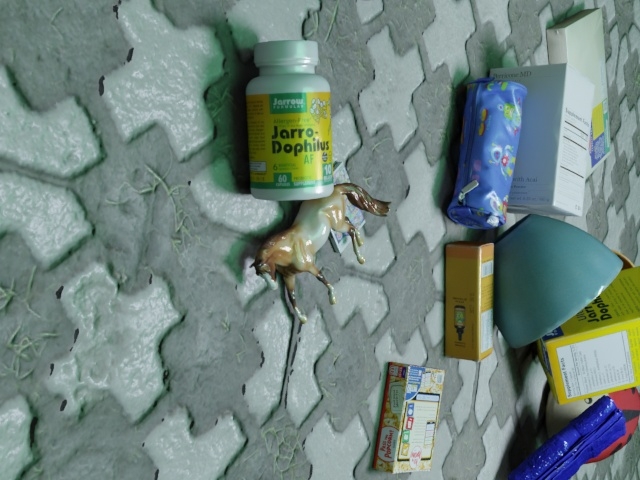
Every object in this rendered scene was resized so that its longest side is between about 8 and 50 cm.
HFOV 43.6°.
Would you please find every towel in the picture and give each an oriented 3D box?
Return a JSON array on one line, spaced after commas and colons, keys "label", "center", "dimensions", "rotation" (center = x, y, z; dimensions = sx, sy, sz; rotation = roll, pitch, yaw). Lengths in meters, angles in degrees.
[{"label": "towel", "center": [0.597, 0.515, 1.906], "dimensions": [0.308, 0.076, 0.228], "rotation": [-39, 142, 0]}]

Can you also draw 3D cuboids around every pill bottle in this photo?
[{"label": "pill bottle", "center": [-0.043, -0.164, 1.097], "dimensions": [0.117, 0.117, 0.209], "rotation": [-13, 104, -52]}]

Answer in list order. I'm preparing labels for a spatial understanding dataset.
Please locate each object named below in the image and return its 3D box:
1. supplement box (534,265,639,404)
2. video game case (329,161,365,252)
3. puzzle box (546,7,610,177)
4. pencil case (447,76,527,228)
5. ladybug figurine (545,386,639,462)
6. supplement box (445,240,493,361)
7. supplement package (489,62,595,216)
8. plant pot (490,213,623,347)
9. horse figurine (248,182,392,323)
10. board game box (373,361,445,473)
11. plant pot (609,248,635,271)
[{"label": "supplement box", "center": [0.688, 0.211, 1.873], "dimensions": [0.195, 0.356, 0.194], "rotation": [-92, 164, -60]}, {"label": "video game case", "center": [0.031, -0.053, 1.293], "dimensions": [0.087, 0.011, 0.122], "rotation": [-51, 131, -38]}, {"label": "puzzle box", "center": [0.678, -0.375, 2.087], "dimensions": [0.272, 0.052, 0.409], "rotation": [-34, 120, -47]}, {"label": "pencil case", "center": [0.327, -0.173, 1.585], "dimensions": [0.133, 0.119, 0.306], "rotation": [22, 76, -50]}, {"label": "ladybug figurine", "center": [0.755, 0.461, 2.181], "dimensions": [0.449, 0.161, 0.305], "rotation": [3, 91, -53]}, {"label": "supplement box", "center": [0.301, 0.121, 1.615], "dimensions": [0.080, 0.078, 0.234], "rotation": [-8, 101, -55]}, {"label": "supplement package", "center": [0.459, -0.209, 1.707], "dimensions": [0.175, 0.177, 0.293], "rotation": [10, 85, -52]}, {"label": "plant pot", "center": [0.453, 0.060, 1.688], "dimensions": [0.195, 0.290, 0.290], "rotation": [51, 44, 4]}, {"label": "horse figurine", "center": [0.000, 0.000, 1.206], "dimensions": [0.263, 0.066, 0.174], "rotation": [-51, 129, -26]}, {"label": "board game box", "center": [0.168, 0.328, 1.484], "dimensions": [0.146, 0.045, 0.194], "rotation": [20, 78, -52]}, {"label": "plant pot", "center": [0.730, 0.142, 2.105], "dimensions": [0.188, 0.205, 0.205], "rotation": [44, 58, -63]}]
